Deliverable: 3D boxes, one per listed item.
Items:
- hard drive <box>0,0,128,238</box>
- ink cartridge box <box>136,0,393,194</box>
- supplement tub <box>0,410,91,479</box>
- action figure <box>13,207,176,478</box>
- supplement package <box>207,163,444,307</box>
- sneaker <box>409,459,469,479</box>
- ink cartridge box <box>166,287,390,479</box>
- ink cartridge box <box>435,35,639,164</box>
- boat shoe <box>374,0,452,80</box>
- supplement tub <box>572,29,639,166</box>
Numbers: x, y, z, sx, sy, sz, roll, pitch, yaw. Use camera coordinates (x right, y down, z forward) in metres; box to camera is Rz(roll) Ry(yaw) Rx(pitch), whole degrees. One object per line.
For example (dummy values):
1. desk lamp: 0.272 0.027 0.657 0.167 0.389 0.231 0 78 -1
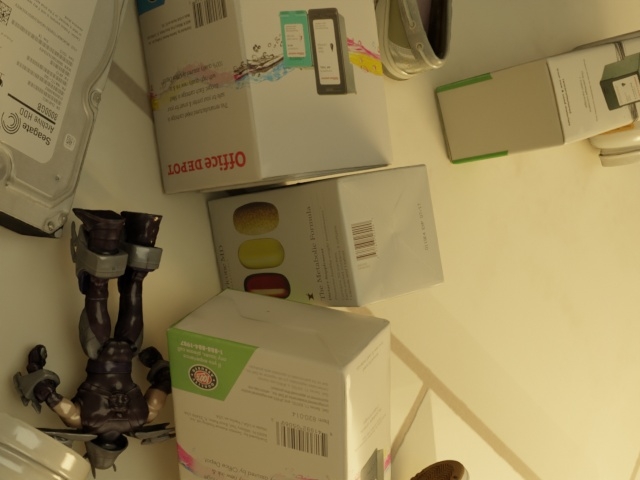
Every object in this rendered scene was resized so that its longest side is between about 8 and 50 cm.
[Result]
1. hard drive: -0.299 -0.195 0.977 0.237 0.064 0.339 37 63 -59
2. ink cartridge box: -0.066 -0.198 1.136 0.197 0.198 0.270 -10 94 -40
3. supplement tub: -0.342 0.287 0.886 0.191 0.191 0.272 39 64 -30
4. action figure: -0.221 0.110 1.060 0.185 0.099 0.285 4 92 -46
5. supplement package: 0.000 0.000 1.145 0.134 0.244 0.139 -12 94 -39
6. sneaker: 0.137 0.438 1.318 0.153 0.099 0.282 46 68 -22
7. ink cartridge box: -0.038 0.246 1.080 0.119 0.207 0.353 -37 132 -56
8. ink cartridge box: 0.345 -0.207 1.461 0.289 0.211 0.122 -19 97 -39
9. boat shoe: 0.140 -0.381 1.374 0.118 0.103 0.320 14 78 -37
10. supplement tub: 0.494 -0.230 1.622 0.144 0.144 0.200 -21 100 -38
